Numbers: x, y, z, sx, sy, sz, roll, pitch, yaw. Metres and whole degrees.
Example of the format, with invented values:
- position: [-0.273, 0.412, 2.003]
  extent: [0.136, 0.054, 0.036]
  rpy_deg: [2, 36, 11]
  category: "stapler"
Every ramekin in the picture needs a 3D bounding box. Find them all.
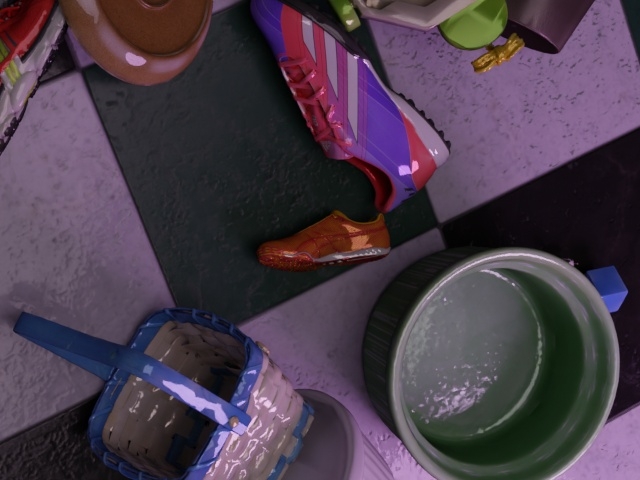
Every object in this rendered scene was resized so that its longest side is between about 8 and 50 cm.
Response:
- position: [0.199, 0.149, 1.873]
  extent: [0.303, 0.148, 0.303]
  rpy_deg: [-3, 98, -19]
  category: "ramekin"
- position: [-0.031, 0.316, 1.747]
  extent: [0.127, 0.273, 0.273]
  rpy_deg: [41, 79, -33]
  category: "ramekin"

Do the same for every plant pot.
- position: [-0.194, -0.288, 1.662]
  extent: [0.236, 0.032, 0.236]
  rpy_deg: [9, 78, -49]
  category: "plant pot"

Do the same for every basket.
- position: [0.282, -0.357, 1.864]
  extent: [0.204, 0.154, 0.227]
  rpy_deg: [27, 89, -22]
  category: "basket"
- position: [-0.173, 0.165, 1.672]
  extent: [0.289, 0.255, 0.201]
  rpy_deg: [31, 79, -42]
  category: "basket"

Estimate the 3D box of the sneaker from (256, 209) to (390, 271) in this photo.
- position: [0.000, 0.000, 1.836]
  extent: [0.175, 0.064, 0.067]
  rpy_deg: [-7, 79, -28]
  category: "sneaker"

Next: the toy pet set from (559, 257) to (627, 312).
- position: [0.335, 0.081, 1.980]
  extent: [0.114, 0.065, 0.122]
  rpy_deg: [-10, 101, -22]
  category: "toy pet set"

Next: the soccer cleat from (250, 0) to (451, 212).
- position: [0.019, -0.166, 1.793]
  extent: [0.318, 0.108, 0.116]
  rpy_deg: [43, 80, -25]
  category: "soccer cleat"

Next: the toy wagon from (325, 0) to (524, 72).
- position: [0.118, -0.349, 1.777]
  extent: [0.267, 0.068, 0.344]
  rpy_deg: [-32, 93, 0]
  category: "toy wagon"

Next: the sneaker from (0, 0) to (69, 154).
- position: [-0.346, -0.209, 1.631]
  extent: [0.118, 0.107, 0.279]
  rpy_deg: [28, 80, -10]
  category: "sneaker"
